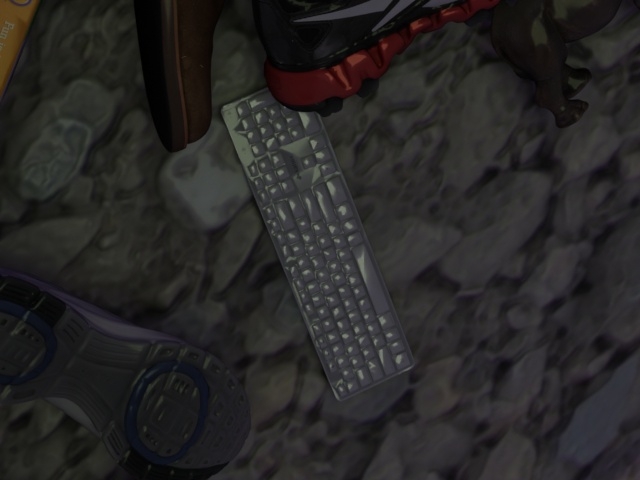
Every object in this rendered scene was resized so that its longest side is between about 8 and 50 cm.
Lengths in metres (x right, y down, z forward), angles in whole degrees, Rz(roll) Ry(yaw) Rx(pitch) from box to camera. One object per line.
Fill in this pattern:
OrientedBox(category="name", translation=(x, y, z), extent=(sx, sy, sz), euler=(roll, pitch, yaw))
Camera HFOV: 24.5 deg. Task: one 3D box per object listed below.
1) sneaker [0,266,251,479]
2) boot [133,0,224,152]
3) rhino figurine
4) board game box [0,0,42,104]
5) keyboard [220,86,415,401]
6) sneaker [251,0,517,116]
OrientedBox(category="sneaker", translation=(-0.173, 0.085, 1.097), extent=(0.297, 0.129, 0.111), euler=(35, 91, -33))
OrientedBox(category="boot", translation=(-0.078, -0.215, 1.063), extent=(0.115, 0.112, 0.305), euler=(-2, 99, -21))
OrientedBox(category="rhino figurine", translation=(0.227, -0.210, 1.131), extent=(0.106, 0.073, 0.243), euler=(42, 89, -17))
OrientedBox(category="board game box", translation=(-0.225, -0.139, 1.034), extent=(0.039, 0.124, 0.259), euler=(24, 95, -14))
OrientedBox(category="keyboard", translation=(0.000, 0.000, 1.158), extent=(0.072, 0.014, 0.256), euler=(-23, 104, -6))
OrientedBox(category="sneaker", translation=(0.064, -0.211, 1.071), extent=(0.276, 0.097, 0.135), euler=(-33, 129, -5))
